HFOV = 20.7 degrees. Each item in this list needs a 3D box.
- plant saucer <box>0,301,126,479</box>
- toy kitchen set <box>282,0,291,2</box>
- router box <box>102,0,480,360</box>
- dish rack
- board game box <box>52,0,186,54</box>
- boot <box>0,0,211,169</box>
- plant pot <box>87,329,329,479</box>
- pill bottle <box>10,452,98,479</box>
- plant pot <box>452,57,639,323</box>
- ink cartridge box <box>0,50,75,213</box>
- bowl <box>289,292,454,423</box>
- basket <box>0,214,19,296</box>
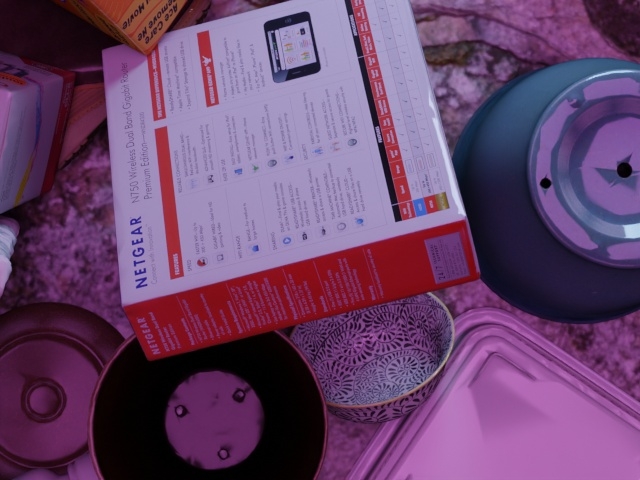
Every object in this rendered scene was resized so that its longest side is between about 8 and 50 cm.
[{"bbox_3d":[-0.276,0.161,1.768,0.199,0.036,0.198,0,87,-2],"label":"plant saucer"},{"bbox_3d":[-0.052,-0.212,1.758,0.207,0.122,0.166,33,86,1],"label":"toy kitchen set"},{"bbox_3d":[-0.036,-0.076,1.589,0.301,0.082,0.335,-14,47,5],"label":"router box"},{"bbox_3d":[0.216,0.257,1.763,0.333,0.072,0.285,34,85,-1],"label":"dish rack"},{"bbox_3d":[-0.256,-0.454,1.593,0.356,0.356,0.356,32,85,28],"label":"board game box"},{"bbox_3d":[-0.258,-0.218,1.766,0.248,0.090,0.207,-44,91,-1],"label":"boot"},{"bbox_3d":[-0.105,0.173,1.675,0.215,0.230,0.215,0,87,-3],"label":"plant pot"},{"bbox_3d":[-0.296,0.320,1.693,0.283,0.160,0.160,-29,87,-4],"label":"pill bottle"},{"bbox_3d":[0.270,-0.059,1.693,0.272,0.255,0.271,0,85,-2],"label":"plant pot"},{"bbox_3d":[-0.328,-0.107,1.655,0.128,0.176,0.127,17,104,7],"label":"ink cartridge box"},{"bbox_3d":[0.057,0.127,1.746,0.170,0.080,0.170,-10,42,9],"label":"bowl"},{"bbox_3d":[-0.450,0.104,1.589,0.266,0.331,0.328,20,93,-10],"label":"basket"}]
